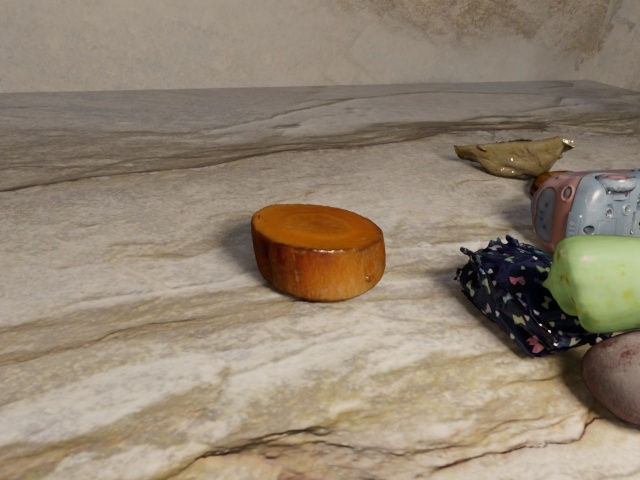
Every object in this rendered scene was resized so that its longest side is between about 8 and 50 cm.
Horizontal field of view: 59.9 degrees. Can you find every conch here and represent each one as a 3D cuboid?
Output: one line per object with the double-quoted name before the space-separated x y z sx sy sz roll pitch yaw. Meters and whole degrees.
"conch" 0.434 0.055 0.744 0.250 0.143 0.137 -5 36 16

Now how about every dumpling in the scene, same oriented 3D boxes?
"dumpling" 0.551 -0.218 1.577 0.332 0.166 0.086 4 64 37

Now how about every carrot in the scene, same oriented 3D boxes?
"carrot" 0.000 0.000 1.046 0.258 0.100 0.307 10 25 6

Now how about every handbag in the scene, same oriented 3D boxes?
"handbag" 0.342 0.088 0.905 0.162 0.113 0.260 -13 32 -19

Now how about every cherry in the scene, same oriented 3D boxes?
"cherry" 0.434 0.154 0.740 0.115 0.188 0.148 30 -17 -12

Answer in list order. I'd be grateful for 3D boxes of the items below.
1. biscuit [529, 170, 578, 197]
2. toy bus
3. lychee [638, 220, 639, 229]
"biscuit" 0.657 -0.127 1.432 0.220 0.066 0.220 4 26 -2
"toy bus" 0.575 -0.060 1.166 0.294 0.197 0.232 -11 20 -26
"lychee" 0.636 0.078 0.798 0.270 0.270 0.320 -2 30 -13
